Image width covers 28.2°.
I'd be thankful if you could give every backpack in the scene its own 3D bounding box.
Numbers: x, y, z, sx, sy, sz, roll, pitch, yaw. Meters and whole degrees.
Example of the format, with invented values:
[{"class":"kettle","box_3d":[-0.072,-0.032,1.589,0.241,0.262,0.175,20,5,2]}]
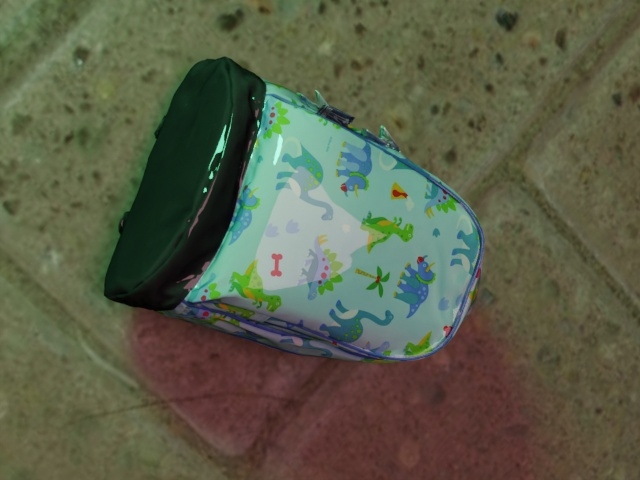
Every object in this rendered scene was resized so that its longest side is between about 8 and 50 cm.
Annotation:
[{"class":"backpack","box_3d":[0.000,0.000,1.363,0.355,0.273,0.290,30,75,-34]}]
